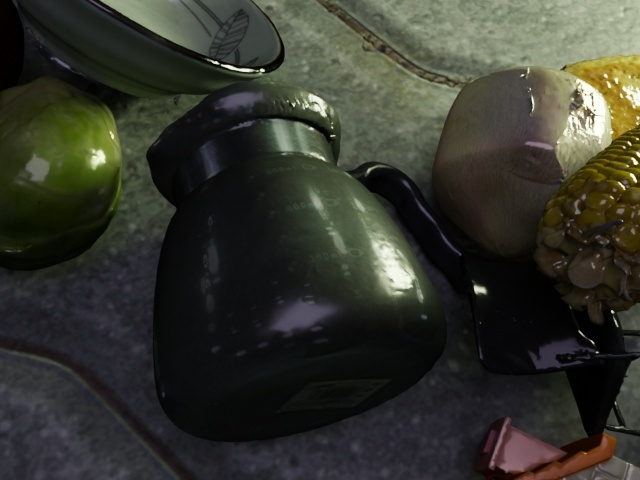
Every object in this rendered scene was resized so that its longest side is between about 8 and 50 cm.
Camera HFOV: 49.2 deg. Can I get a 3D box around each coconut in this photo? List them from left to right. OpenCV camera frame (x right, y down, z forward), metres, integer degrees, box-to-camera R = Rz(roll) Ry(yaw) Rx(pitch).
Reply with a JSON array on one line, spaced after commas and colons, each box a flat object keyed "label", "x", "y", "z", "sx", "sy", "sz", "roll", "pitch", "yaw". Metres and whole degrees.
[{"label": "coconut", "x": 0.190, "y": -0.066, "z": 0.654, "sx": 0.170, "sy": 0.171, "sz": 0.183, "roll": 14, "pitch": 61, "yaw": 0}]

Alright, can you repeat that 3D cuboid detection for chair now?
[{"label": "chair", "x": 0.229, "y": 0.087, "z": 0.596, "sx": 0.221, "sy": 0.145, "sz": 0.140, "roll": -2, "pitch": 43, "yaw": 0}]

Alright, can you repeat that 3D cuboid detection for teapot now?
[{"label": "teapot", "x": -0.004, "y": -0.010, "z": 0.592, "sx": 0.305, "sy": 0.223, "sz": 0.285, "roll": -14, "pitch": 62, "yaw": -9}]

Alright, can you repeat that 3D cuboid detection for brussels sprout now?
[{"label": "brussels sprout", "x": -0.249, "y": -0.057, "z": 0.633, "sx": 0.145, "sy": 0.131, "sz": 0.183, "roll": 30, "pitch": 66, "yaw": 31}]

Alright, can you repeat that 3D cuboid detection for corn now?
[{"label": "corn", "x": 0.274, "y": -0.049, "z": 0.559, "sx": 0.106, "sy": 0.106, "sz": 0.305, "roll": 45, "pitch": 53, "yaw": 13}]

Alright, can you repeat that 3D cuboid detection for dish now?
[{"label": "dish", "x": -0.190, "y": -0.223, "z": 0.676, "sx": 0.316, "sy": 0.106, "sz": 0.316, "roll": 30, "pitch": 27, "yaw": -17}]

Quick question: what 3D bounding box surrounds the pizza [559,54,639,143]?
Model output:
[{"label": "pizza", "x": 0.398, "y": -0.121, "z": 0.745, "sx": 0.268, "sy": 0.087, "sz": 0.258, "roll": -26, "pitch": 68, "yaw": -17}]

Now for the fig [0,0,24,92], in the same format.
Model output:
[{"label": "fig", "x": -0.413, "y": -0.223, "z": 0.681, "sx": 0.217, "sy": 0.217, "sz": 0.321, "roll": -25, "pitch": 42, "yaw": -15}]

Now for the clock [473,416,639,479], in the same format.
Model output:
[{"label": "clock", "x": 0.230, "y": 0.265, "z": 0.549, "sx": 0.255, "sy": 0.106, "sz": 0.220, "roll": 25, "pitch": 67, "yaw": 5}]
